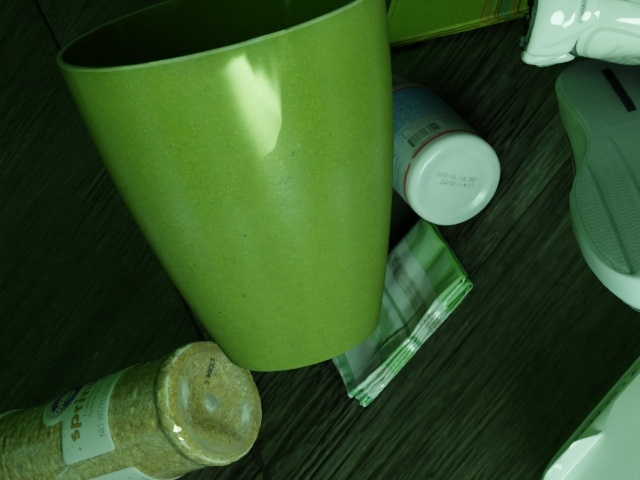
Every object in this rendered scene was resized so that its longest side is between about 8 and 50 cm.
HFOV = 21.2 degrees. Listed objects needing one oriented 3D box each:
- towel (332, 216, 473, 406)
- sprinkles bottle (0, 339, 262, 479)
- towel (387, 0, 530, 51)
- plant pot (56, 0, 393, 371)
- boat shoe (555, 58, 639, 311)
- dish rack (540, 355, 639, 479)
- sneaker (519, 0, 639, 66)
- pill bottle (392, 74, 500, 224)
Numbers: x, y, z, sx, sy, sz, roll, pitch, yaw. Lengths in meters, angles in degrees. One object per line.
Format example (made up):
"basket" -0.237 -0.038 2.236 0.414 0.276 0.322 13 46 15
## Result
"towel" 0.062 0.058 1.499 0.152 0.023 0.113 -50 37 17
"sprinkles bottle" -0.213 0.196 1.677 0.355 0.121 0.121 -23 51 42
"towel" 0.148 -0.238 1.593 0.237 0.021 0.102 -7 57 51
"plant pot" -0.048 -0.051 1.437 0.275 0.293 0.275 -13 19 4
"boat shoe" 0.239 -0.024 1.204 0.121 0.119 0.335 -14 27 10
"dish rack" 0.284 0.142 1.118 0.333 0.072 0.285 -51 35 14
"sneaker" 0.213 -0.173 1.265 0.292 0.118 0.110 -57 -25 -74
"pill bottle" 0.087 -0.085 1.506 0.087 0.087 0.160 -54 35 12
